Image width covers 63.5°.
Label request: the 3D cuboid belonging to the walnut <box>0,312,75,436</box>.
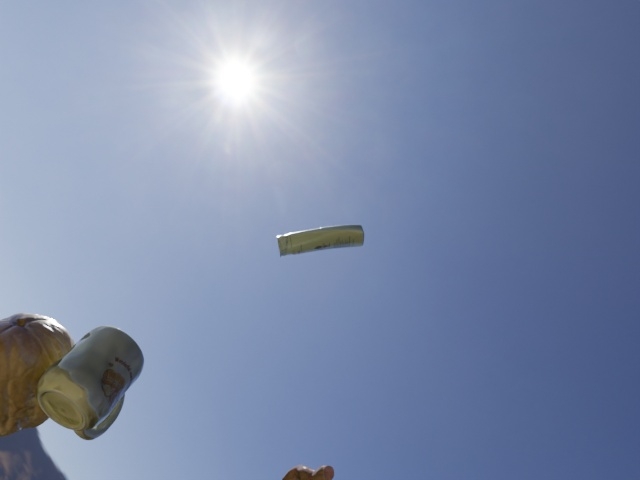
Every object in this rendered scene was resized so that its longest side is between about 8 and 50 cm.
[{"bbox_3d":[-0.783,0.349,1.343,0.251,0.277,0.313,11,-67,-3],"label":"walnut"}]

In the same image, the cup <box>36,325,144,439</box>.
[{"bbox_3d":[-0.561,0.355,1.250,0.173,0.202,0.255,32,-54,0],"label":"cup"}]

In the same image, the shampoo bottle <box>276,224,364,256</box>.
[{"bbox_3d":[0.000,0.000,1.268,0.072,0.212,0.049,87,-7,-56],"label":"shampoo bottle"}]

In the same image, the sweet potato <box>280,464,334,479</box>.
[{"bbox_3d":[-0.049,0.814,1.789,0.059,0.067,0.281,25,-32,-24],"label":"sweet potato"}]
